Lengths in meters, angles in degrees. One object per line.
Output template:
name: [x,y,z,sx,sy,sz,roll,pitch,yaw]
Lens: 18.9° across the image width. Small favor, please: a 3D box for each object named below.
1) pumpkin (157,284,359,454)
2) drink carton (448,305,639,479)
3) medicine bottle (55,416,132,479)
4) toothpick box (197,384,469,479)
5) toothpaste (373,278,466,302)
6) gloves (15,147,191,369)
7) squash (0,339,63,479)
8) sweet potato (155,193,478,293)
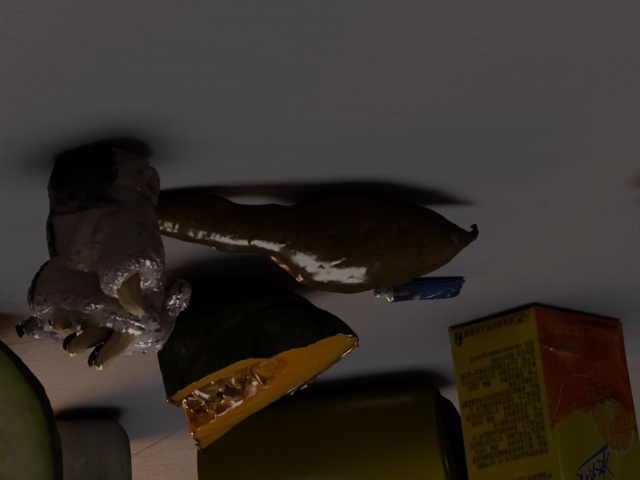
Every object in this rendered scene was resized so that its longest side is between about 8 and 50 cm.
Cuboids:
pumpkin: [-0.056,0.084,1.626,0.163,0.111,0.278,-18,164,-4]
drink carton: [0.223,0.248,1.788,0.111,0.351,0.154,-20,159,40]
medicine bottle: [-0.264,0.387,2.051,0.123,0.375,0.282,0,162,-11]
toothpick box: [0.020,0.244,2.030,0.271,0.175,0.175,-13,162,11]
toothpaste: [0.085,0.043,1.645,0.083,0.019,0.027,-4,146,-20]
gloves: [-0.139,0.013,1.254,0.110,0.144,0.094,11,173,27]
squash: [-0.420,0.229,1.685,0.263,0.263,0.384,6,160,-35]
sweet potato: [-0.002,0.001,1.384,0.269,0.075,0.075,5,161,-20]
